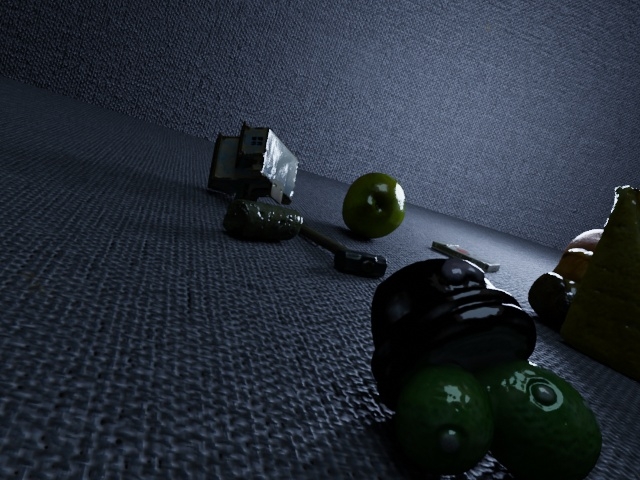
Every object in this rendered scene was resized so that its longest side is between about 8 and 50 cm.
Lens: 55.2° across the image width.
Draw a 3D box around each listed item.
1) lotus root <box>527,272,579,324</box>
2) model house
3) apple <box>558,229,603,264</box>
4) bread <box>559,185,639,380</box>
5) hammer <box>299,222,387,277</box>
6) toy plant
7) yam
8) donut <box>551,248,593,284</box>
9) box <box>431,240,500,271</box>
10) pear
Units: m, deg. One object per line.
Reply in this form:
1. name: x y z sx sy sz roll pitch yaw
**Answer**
1. lotus root: 0.541 0.136 1.397 0.120 0.120 0.209 19 7 3
2. model house: -0.196 -0.185 1.587 0.206 0.178 0.271 6 -9 17
3. apple: 0.816 0.091 1.775 0.253 0.254 0.253 18 11 -4
4. bread: 0.675 0.082 1.231 0.233 0.362 0.245 9 12 -44
5. hammer: 0.000 0.000 1.369 0.111 0.044 0.365 10 12 -34
6. toy plant: 0.153 0.139 0.617 0.218 0.175 0.235 5 44 -29
7. yam: -0.115 -0.039 1.250 0.078 0.078 0.179 26 11 35
8. donut: 0.672 0.123 1.498 0.226 0.114 0.226 44 -8 8
9. box: 0.454 0.048 1.915 0.198 0.029 0.109 26 13 32
10. pear: 0.147 -0.096 1.688 0.187 0.188 0.219 21 4 12
